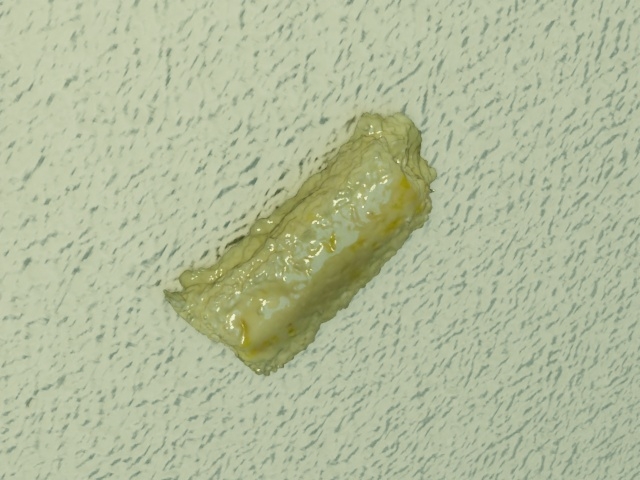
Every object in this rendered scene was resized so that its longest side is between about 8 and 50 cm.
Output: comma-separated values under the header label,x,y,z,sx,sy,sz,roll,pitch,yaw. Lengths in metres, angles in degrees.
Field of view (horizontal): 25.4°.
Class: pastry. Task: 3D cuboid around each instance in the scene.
label,x,y,z,sx,sy,sz,roll,pitch,yaw
pastry,0.001,0.004,1.212,0.258,0.089,0.121,-40,136,0
